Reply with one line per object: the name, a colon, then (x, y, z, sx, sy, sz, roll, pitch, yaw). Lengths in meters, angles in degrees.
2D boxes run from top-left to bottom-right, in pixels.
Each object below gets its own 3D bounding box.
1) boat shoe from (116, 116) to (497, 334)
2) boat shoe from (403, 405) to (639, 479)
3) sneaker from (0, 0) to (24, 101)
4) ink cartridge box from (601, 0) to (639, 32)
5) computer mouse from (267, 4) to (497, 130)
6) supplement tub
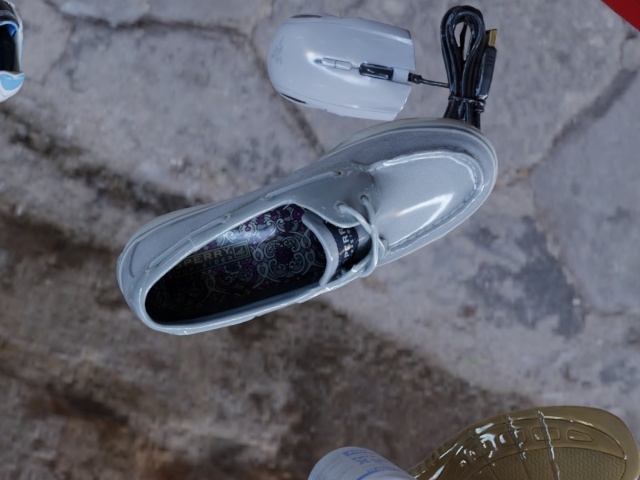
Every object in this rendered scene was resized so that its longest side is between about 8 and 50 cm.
boat shoe: (-0.001, -0.001, 0.761, 0.227, 0.081, 0.079, -20, 113, -4)
boat shoe: (0.127, 0.199, 1.074, 0.277, 0.098, 0.096, -25, 162, 25)
sneaker: (-0.396, -0.281, 1.631, 0.086, 0.237, 0.085, -20, 169, 35)
ink cartridge box: (0.126, -0.310, 0.933, 0.130, 0.309, 0.272, -15, 133, -23)
computer mouse: (0.030, -0.115, 0.938, 0.193, 0.042, 0.106, 13, 99, 35)
supplement tub: (0.034, 0.188, 0.964, 0.071, 0.107, 0.071, -1, 93, -15)
